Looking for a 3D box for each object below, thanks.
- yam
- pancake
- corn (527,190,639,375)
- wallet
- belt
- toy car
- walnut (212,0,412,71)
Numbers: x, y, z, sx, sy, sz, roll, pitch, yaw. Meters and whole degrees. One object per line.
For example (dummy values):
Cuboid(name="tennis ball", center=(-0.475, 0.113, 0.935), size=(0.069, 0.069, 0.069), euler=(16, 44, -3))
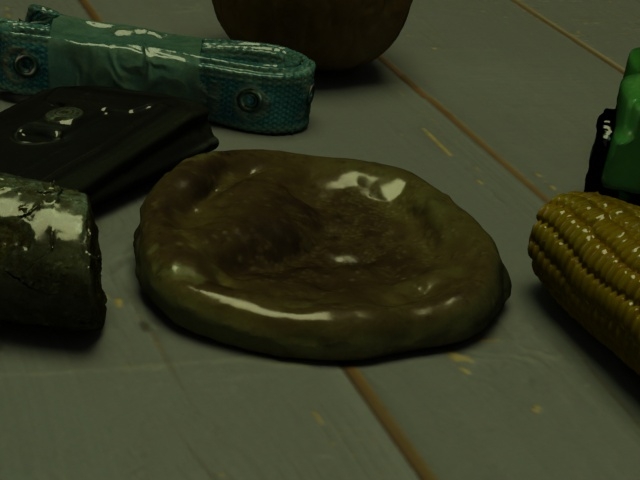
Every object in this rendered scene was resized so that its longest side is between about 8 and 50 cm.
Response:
Cuboid(name="yam", center=(-0.223, 0.002, 0.980), size=(0.183, 0.107, 0.107), euler=(11, 24, 3))
Cuboid(name="pancake", center=(0.000, 0.000, 1.103), size=(0.294, 0.049, 0.294), euler=(7, 25, -3))
Cuboid(name="corn", center=(0.236, 0.050, 1.003), size=(0.106, 0.106, 0.305), euler=(-4, 22, -23))
Cuboid(name="wallet", center=(-0.210, -0.073, 1.212), size=(0.168, 0.052, 0.245), euler=(15, 28, 25))
Cuboid(name="belt", center=(-0.155, -0.155, 1.376), size=(0.302, 0.072, 0.087), euler=(9, 28, 0))
Cuboid(name="toy car", center=(0.345, -0.102, 1.272), size=(0.213, 0.176, 0.358), euler=(13, 25, 11))
Cuboid(name="walnut", center=(-0.008, -0.280, 1.508), size=(0.228, 0.228, 0.228), euler=(6, 24, -3))
